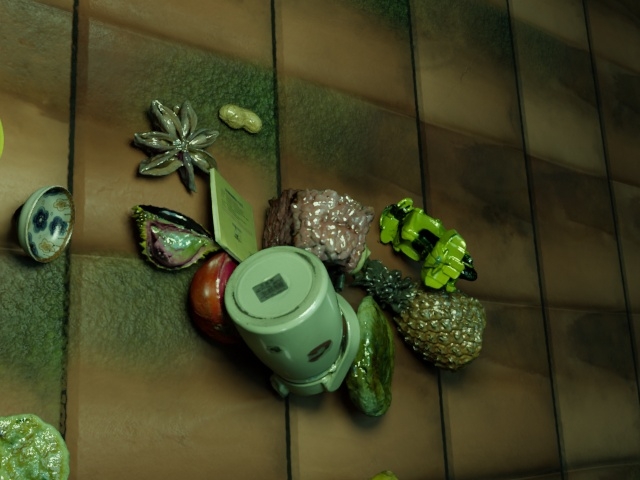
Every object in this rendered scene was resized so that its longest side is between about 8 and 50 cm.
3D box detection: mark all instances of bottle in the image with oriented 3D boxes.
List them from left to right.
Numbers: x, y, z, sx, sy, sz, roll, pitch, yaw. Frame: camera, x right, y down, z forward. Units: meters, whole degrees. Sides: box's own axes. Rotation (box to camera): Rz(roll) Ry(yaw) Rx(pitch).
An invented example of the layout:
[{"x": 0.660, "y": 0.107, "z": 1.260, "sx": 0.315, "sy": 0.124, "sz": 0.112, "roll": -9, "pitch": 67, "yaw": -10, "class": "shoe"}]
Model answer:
[{"x": -0.036, "y": 0.188, "z": 1.592, "sx": 0.229, "sy": 0.229, "sz": 0.351, "roll": -65, "pitch": 149, "yaw": -32, "class": "bottle"}]

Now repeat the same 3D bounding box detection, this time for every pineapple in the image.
[{"x": 0.238, "y": 0.169, "z": 1.917, "sx": 0.362, "sy": 0.202, "sz": 0.202, "roll": 31, "pitch": 58, "yaw": -9, "class": "pineapple"}]

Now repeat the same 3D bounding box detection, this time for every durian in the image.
[{"x": -0.311, "y": -0.001, "z": 1.553, "sx": 0.187, "sy": 0.119, "sz": 0.108, "roll": 23, "pitch": 101, "yaw": -31, "class": "durian"}]

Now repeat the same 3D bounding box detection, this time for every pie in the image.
[{"x": -0.511, "y": 0.381, "z": 1.292, "sx": 0.187, "sy": 0.041, "sz": 0.186, "roll": 12, "pitch": 71, "yaw": -37, "class": "pie"}, {"x": 0.123, "y": 0.265, "z": 1.768, "sx": 0.277, "sy": 0.079, "sz": 0.276, "roll": 1, "pitch": 90, "yaw": -73, "class": "pie"}]

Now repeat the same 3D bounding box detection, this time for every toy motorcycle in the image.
[{"x": 0.257, "y": -0.002, "z": 1.914, "sx": 0.206, "sy": 0.342, "sz": 0.142, "roll": 15, "pitch": 108, "yaw": -21, "class": "toy motorcycle"}]

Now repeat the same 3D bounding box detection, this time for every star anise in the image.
[{"x": -0.297, "y": -0.208, "z": 1.621, "sx": 0.212, "sy": 0.073, "sz": 0.196, "roll": 18, "pitch": 70, "yaw": -39, "class": "star anise"}]

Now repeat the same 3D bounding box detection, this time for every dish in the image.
[{"x": -0.514, "y": -0.036, "z": 1.392, "sx": 0.141, "sy": 0.078, "sz": 0.141, "roll": 12, "pitch": 90, "yaw": -75, "class": "dish"}]

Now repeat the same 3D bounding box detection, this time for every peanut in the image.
[{"x": -0.180, "y": -0.275, "z": 1.757, "sx": 0.113, "sy": 0.054, "sz": 0.053, "roll": 15, "pitch": 68, "yaw": -37, "class": "peanut"}]

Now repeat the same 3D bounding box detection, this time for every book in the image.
[{"x": -0.178, "y": -0.036, "z": 1.630, "sx": 0.168, "sy": 0.013, "sz": 0.192, "roll": 47, "pitch": 27, "yaw": -50, "class": "book"}]

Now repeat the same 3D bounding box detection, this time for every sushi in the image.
[{"x": 0.000, "y": 0.000, "z": 1.684, "sx": 0.237, "sy": 0.270, "sz": 0.170, "roll": 19, "pitch": 70, "yaw": -22, "class": "sushi"}]

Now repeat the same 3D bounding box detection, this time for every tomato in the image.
[{"x": -0.214, "y": 0.116, "z": 1.590, "sx": 0.189, "sy": 0.099, "sz": 0.173, "roll": 70, "pitch": 19, "yaw": -52, "class": "tomato"}]

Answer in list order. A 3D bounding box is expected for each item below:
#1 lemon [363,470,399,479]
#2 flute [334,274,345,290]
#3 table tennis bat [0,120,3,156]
[{"x": 0.123, "y": 0.639, "z": 1.614, "sx": 0.258, "sy": 0.258, "sz": 0.310, "roll": 13, "pitch": 75, "yaw": -37, "class": "lemon"}, {"x": 0.061, "y": 0.014, "z": 1.894, "sx": 0.027, "sy": 0.027, "sz": 0.232, "roll": 24, "pitch": 63, "yaw": -33, "class": "flute"}, {"x": -0.645, "y": -0.130, "z": 1.318, "sx": 0.224, "sy": 0.054, "sz": 0.368, "roll": -6, "pitch": 78, "yaw": -40, "class": "table tennis bat"}]
